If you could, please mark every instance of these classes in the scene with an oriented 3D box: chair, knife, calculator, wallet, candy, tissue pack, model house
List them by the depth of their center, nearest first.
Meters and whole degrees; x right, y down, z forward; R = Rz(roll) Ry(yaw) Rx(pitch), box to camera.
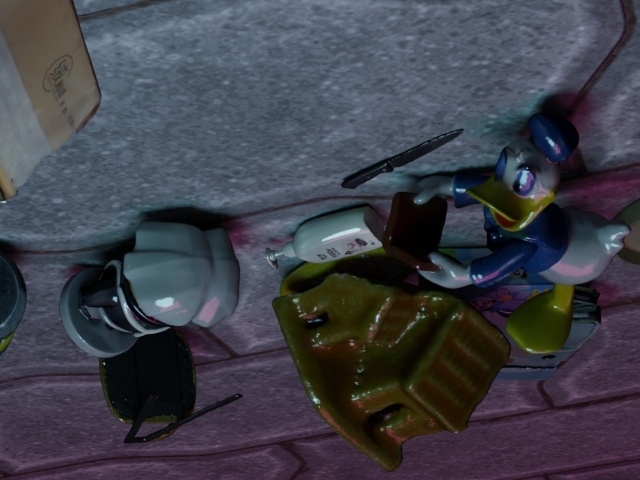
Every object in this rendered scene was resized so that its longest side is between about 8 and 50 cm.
[{"bbox_3d":[-0.279,-0.213,1.178,0.239,0.238,0.305,-6,157,0],"label":"tissue pack"},{"bbox_3d":[0.093,-0.092,1.754,0.170,0.010,0.023,-24,151,33],"label":"knife"},{"bbox_3d":[0.101,0.140,1.984,0.239,0.173,0.268,-24,132,29],"label":"model house"},{"bbox_3d":[0.030,0.053,2.050,0.146,0.032,0.235,12,149,-37],"label":"calculator"},{"bbox_3d":[0.236,0.053,2.064,0.194,0.062,0.097,-1,156,-11],"label":"candy"},{"bbox_3d":[-0.223,0.184,2.134,0.172,0.158,0.247,7,153,-33],"label":"chair"},{"bbox_3d":[0.295,0.134,2.261,0.176,0.075,0.250,5,155,-10],"label":"wallet"}]

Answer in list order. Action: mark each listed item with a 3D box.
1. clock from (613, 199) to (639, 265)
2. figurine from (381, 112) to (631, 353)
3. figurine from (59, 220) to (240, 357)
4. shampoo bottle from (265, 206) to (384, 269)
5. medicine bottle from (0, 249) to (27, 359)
[{"bbox_3d":[0.495,-0.020,1.998,0.235,0.029,0.235,-5,157,-2],"label":"clock"},{"bbox_3d":[0.216,-0.042,1.774,0.284,0.204,0.338,3,144,-3],"label":"figurine"},{"bbox_3d":[-0.195,0.059,1.885,0.176,0.133,0.236,3,159,-42],"label":"figurine"},{"bbox_3d":[0.000,0.000,1.902,0.152,0.045,0.077,-13,156,19],"label":"shampoo bottle"},{"bbox_3d":[-0.462,0.116,1.932,0.141,0.141,0.293,3,155,-22],"label":"medicine bottle"}]
